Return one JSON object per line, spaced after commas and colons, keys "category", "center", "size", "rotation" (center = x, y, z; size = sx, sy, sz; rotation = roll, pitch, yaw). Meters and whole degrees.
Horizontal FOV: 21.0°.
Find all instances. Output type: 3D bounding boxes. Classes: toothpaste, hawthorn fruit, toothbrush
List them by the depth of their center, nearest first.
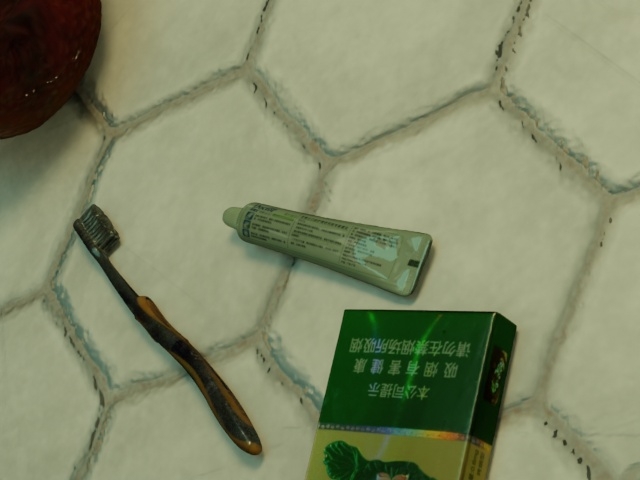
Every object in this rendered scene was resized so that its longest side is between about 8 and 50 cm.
{"category": "toothpaste", "center": [0.000, 0.000, 1.275], "size": [0.197, 0.029, 0.048], "rotation": [15, 80, 40]}
{"category": "toothbrush", "center": [-0.124, 0.066, 1.346], "size": [0.031, 0.023, 0.321], "rotation": [-50, 46, 11]}
{"category": "hawthorn fruit", "center": [-0.344, -0.223, 1.500], "size": [0.311, 0.295, 0.295], "rotation": [19, 81, 42]}

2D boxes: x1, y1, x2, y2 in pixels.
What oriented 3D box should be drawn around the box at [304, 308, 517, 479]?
{"category": "box", "center": [0.048, 0.160, 1.147], "size": [0.132, 0.034, 0.235], "rotation": [0, 69, 39]}
